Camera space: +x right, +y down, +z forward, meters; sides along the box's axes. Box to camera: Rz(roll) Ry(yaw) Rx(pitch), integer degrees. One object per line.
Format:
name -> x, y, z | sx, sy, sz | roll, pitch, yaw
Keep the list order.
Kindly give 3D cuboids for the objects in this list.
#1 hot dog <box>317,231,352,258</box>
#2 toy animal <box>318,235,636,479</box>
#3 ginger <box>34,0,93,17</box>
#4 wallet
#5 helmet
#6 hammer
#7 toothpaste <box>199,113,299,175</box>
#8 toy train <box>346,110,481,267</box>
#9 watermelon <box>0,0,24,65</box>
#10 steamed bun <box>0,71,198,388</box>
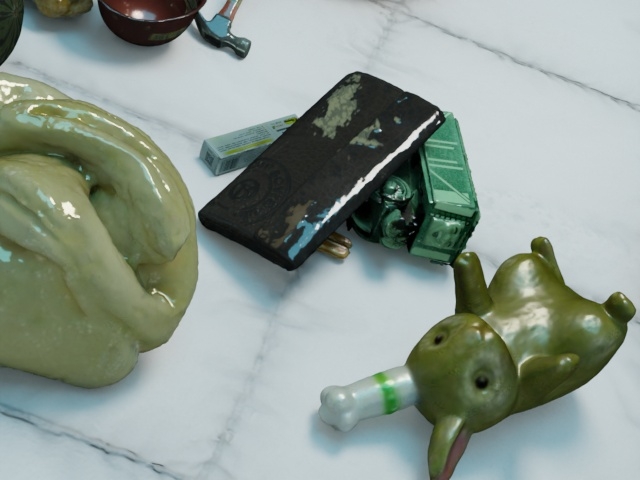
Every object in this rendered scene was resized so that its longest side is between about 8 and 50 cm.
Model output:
hot dog -> 0.000, 0.000, 1.403 | 0.083, 0.021, 0.037 | 25, 53, 2
toy animal -> 0.187, 0.132, 1.229 | 0.363, 0.180, 0.181 | -20, 51, -38
ginger -> -0.426, -0.405, 1.555 | 0.275, 0.130, 0.221 | -21, 78, -24
wallet -> 0.004, -0.100, 1.390 | 0.170, 0.044, 0.321 | 26, 59, 33
helmet -> -0.257, -0.333, 1.564 | 0.175, 0.106, 0.155 | -28, 68, -39
hammer -> -0.103, -0.419, 1.678 | 0.111, 0.033, 0.288 | 26, 71, 2
toothpaste -> -0.087, -0.131, 1.487 | 0.164, 0.034, 0.046 | -21, 58, -37
toy train -> 0.118, -0.080, 1.472 | 0.154, 0.115, 0.269 | 12, 38, -13
watermelon -> -0.481, -0.291, 1.358 | 0.212, 0.212, 0.212 | 12, 44, -12
steamed bun -> -0.302, -0.034, 1.165 | 0.325, 0.230, 0.372 | -11, 54, -27
